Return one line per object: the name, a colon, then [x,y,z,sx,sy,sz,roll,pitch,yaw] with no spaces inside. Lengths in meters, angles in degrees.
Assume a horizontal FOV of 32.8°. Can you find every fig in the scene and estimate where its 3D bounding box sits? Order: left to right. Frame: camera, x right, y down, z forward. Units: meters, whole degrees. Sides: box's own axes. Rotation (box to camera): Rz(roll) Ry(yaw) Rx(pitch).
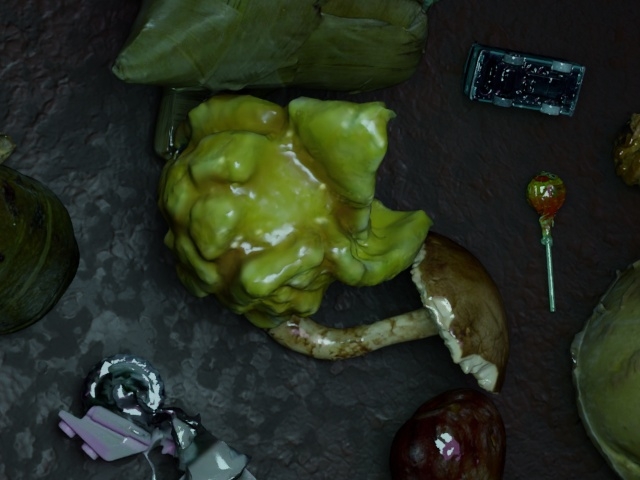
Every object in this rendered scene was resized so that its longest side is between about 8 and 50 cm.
fig: [0.174,0.327,1.405,0.145,0.170,0.274,-4,109,25]

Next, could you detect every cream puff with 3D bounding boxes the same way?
cream puff: [0.479,-0.135,1.573,0.104,0.119,0.133,17,49,5]

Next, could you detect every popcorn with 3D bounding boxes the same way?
popcorn: [-0.029,-0.030,1.282,0.325,0.321,0.290,24,89,-21]

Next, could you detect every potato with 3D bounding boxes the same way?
potato: [0.595,0.148,1.435,0.442,0.319,0.385,-34,86,-28]

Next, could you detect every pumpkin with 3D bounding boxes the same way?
pumpkin: [-0.422,-0.036,1.242,0.325,0.232,0.242,23,73,-15]

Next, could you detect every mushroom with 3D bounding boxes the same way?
mushroom: [0.107,0.105,1.426,0.208,0.301,0.233,-53,126,-44]

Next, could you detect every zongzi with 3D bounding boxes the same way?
zongzi: [-0.108,-0.168,1.414,0.204,0.094,0.205,11,79,-10]
zongzi: [-0.042,-0.227,1.246,0.356,0.174,0.393,18,34,-10]

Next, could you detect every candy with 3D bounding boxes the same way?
candy: [0.324,0.002,1.542,0.060,0.060,0.201,-2,89,-16]

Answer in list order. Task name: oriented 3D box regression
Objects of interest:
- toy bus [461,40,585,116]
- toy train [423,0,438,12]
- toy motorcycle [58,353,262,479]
toy bus: [0.279,-0.229,1.538,0.160,0.092,0.079,6,108,-15]
toy train: [0.033,-0.415,1.465,0.326,0.159,0.129,26,73,-10]
toy motorcycle: [-0.183,0.294,1.301,0.327,0.143,0.188,42,73,2]
